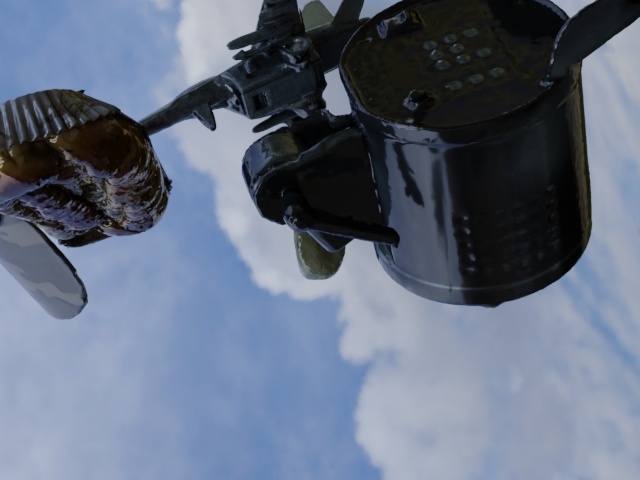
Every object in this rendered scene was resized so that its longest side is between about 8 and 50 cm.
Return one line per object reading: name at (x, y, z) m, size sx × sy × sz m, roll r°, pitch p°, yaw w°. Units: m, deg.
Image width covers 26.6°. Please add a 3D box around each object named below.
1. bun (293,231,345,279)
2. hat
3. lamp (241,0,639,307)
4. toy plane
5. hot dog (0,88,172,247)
bun at (0.000, 0.000, 1.413) m, size 0.086 × 0.055 × 0.086 m, roll -11°, pitch -90°, yaw -89°
hat at (-0.481, -0.031, 1.724) m, size 0.366 × 0.257 × 0.381 m, roll 43°, pitch 151°, yaw 55°
lamp at (0.143, -0.082, 1.188) m, size 0.272 × 0.374 × 0.205 m, roll 51°, pitch -169°, yaw -41°
toy plane at (-0.061, -0.142, 1.248) m, size 0.088 × 0.262 × 0.192 m, roll 42°, pitch 158°, yaw 40°
hot dog at (-0.186, -0.047, 1.040) m, size 0.252 × 0.131 × 0.069 m, roll 55°, pitch -166°, yaw -74°
